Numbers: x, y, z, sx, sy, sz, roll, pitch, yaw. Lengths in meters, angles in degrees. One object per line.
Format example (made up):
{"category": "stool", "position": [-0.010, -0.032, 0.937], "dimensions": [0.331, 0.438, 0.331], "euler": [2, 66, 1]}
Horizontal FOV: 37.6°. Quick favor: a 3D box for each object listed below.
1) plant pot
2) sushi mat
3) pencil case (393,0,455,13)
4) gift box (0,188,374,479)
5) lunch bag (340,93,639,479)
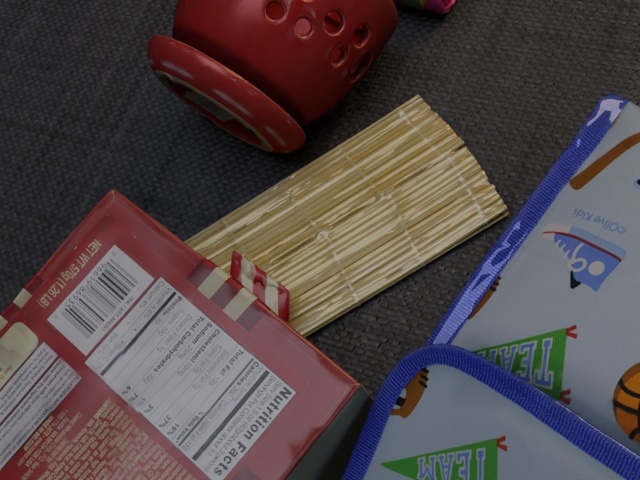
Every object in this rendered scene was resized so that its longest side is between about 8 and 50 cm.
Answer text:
{"category": "plant pot", "position": [-0.049, -0.186, 0.876], "dimensions": [0.191, 0.191, 0.174], "euler": [29, 85, 27]}
{"category": "sushi mat", "position": [0.000, 0.000, 0.860], "dimensions": [0.316, 0.019, 0.151], "euler": [-32, 60, 2]}
{"category": "pencil case", "position": [0.044, -0.305, 0.950], "dimensions": [0.236, 0.104, 0.104], "euler": [20, 73, 26]}
{"category": "gift box", "position": [-0.108, 0.126, 0.694], "dimensions": [0.276, 0.258, 0.255], "euler": [42, 83, 21]}
{"category": "lunch bag", "position": [0.222, 0.145, 0.590], "dimensions": [0.328, 0.239, 0.385], "euler": [33, 78, 33]}
